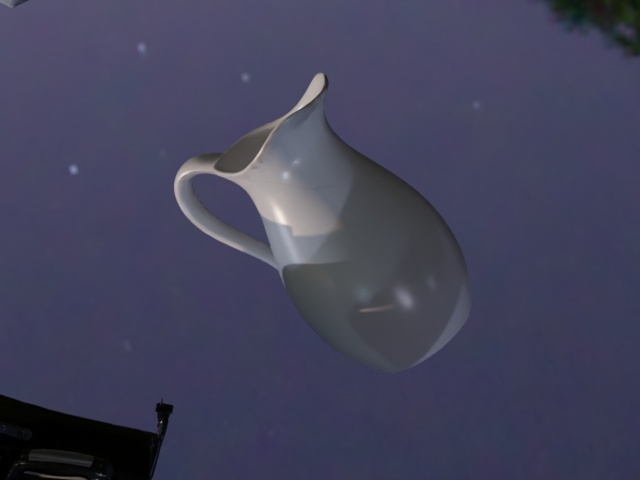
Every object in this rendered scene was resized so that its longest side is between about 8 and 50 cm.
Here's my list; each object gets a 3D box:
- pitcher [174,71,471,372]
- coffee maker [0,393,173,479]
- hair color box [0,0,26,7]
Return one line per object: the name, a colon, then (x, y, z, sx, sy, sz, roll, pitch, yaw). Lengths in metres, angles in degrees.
pitcher: (0.000, 0.000, 1.344, 0.177, 0.207, 0.125, -22, -158, 45)
coffee maker: (-0.214, 0.172, 1.334, 0.178, 0.120, 0.171, 17, -163, -3)
hair color box: (-0.122, -0.274, 1.071, 0.113, 0.185, 0.374, 27, -157, 5)
